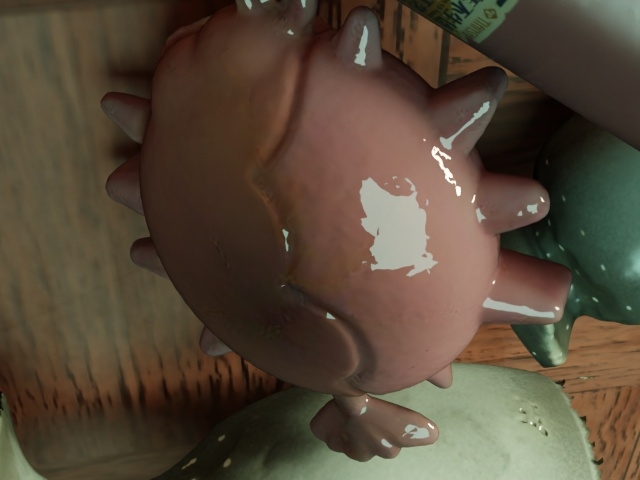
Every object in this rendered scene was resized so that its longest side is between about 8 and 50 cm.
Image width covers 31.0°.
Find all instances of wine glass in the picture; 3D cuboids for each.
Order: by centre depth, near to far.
[{"bbox_3d":[0.168,-0.026,0.540,0.204,0.111,0.111,-29,135,12],"label":"wine glass"},{"bbox_3d":[-0.020,0.162,0.643,0.357,0.190,0.190,1,136,-14],"label":"wine glass"}]

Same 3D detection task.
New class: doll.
[{"bbox_3d":[0.000,0.000,0.498,0.211,0.093,0.262,2,128,29],"label":"doll"}]

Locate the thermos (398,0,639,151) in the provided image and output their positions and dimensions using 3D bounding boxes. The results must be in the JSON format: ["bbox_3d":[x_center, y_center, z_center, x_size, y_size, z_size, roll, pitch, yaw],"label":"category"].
[{"bbox_3d":[0.180,-0.066,0.428,0.330,0.136,0.109,31,124,-7],"label":"thermos"}]
